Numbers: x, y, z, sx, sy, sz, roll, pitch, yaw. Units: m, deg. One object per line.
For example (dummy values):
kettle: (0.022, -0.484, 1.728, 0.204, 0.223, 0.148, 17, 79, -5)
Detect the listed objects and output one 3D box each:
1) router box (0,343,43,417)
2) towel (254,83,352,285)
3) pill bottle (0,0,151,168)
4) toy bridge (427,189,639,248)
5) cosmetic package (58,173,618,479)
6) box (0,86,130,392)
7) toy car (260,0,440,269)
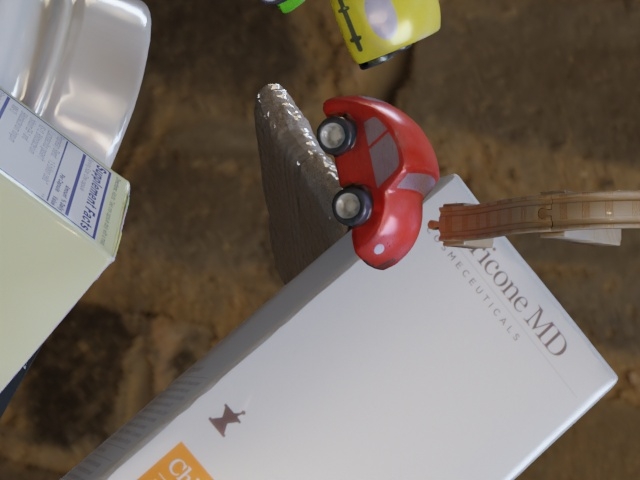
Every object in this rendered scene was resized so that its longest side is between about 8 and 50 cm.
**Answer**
router box: (-0.303, 0.010, 1.239, 0.081, 0.243, 0.309, -6, -138, 31)
towel: (0.000, 0.000, 1.631, 0.049, 0.282, 0.187, -23, -127, -14)
pill bottle: (-0.301, -0.133, 1.008, 0.204, 0.361, 0.204, -51, -153, 40)
toy bridge: (0.133, -0.012, 0.853, 0.188, 0.063, 0.026, -3, -96, 39)
cosmetic package: (-0.007, 0.176, 1.360, 0.453, 0.230, 0.161, -41, -174, -14)
box: (-0.262, -0.006, 0.877, 0.213, 0.243, 0.117, -49, -165, 16)
toy car: (0.009, -0.132, 0.913, 0.053, 0.225, 0.239, -18, -137, 22)
